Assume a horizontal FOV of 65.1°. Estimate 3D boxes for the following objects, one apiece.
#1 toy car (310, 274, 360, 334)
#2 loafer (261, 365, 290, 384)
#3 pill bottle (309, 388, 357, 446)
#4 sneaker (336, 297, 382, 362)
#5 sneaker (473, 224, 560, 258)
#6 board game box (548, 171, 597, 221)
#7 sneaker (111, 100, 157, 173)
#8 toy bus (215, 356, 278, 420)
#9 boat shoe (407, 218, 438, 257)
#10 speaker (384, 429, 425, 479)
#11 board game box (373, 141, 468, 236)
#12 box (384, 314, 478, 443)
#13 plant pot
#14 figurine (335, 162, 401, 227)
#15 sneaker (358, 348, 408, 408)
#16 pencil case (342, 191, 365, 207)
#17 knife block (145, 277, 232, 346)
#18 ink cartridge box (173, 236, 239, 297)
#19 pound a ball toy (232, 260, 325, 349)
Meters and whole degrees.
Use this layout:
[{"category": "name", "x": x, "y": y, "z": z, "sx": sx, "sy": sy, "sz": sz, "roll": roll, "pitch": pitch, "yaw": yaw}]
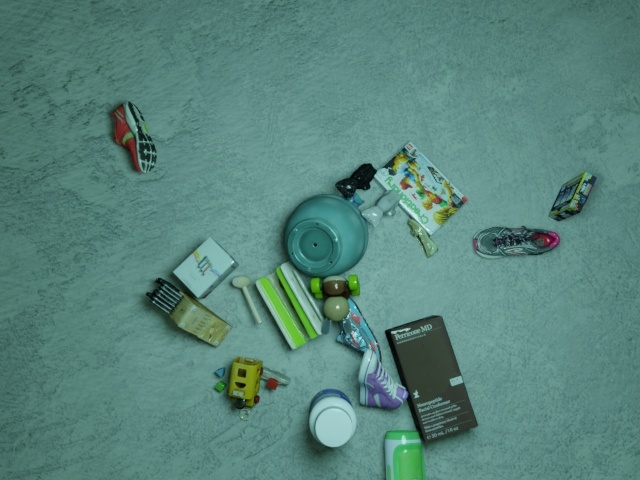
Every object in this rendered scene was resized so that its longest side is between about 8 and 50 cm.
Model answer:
[{"category": "toy car", "x": 0.055, "y": 0.221, "z": 1.669, "sx": 0.155, "sy": 0.149, "sz": 0.188, "roll": -5, "pitch": 68, "yaw": 7}, {"category": "loafer", "x": -0.165, "y": 0.476, "z": 1.742, "sx": 0.125, "sy": 0.045, "sz": 0.039, "roll": 22, "pitch": 99, "yaw": 8}, {"category": "pill bottle", "x": 0.038, "y": 0.572, "z": 1.614, "sx": 0.152, "sy": 0.272, "sz": 0.152, "roll": 0, "pitch": 82, "yaw": -2}, {"category": "sneaker", "x": 0.119, "y": 0.334, "z": 1.747, "sx": 0.125, "sy": 0.104, "sz": 0.261, "roll": -30, "pitch": 74, "yaw": 0}, {"category": "sneaker", "x": 0.696, "y": -0.004, "z": 1.793, "sx": 0.299, "sy": 0.112, "sz": 0.120, "roll": -5, "pitch": 82, "yaw": -1}, {"category": "board game box", "x": 0.896, "y": -0.153, "z": 1.788, "sx": 0.048, "sy": 0.170, "sz": 0.141, "roll": 29, "pitch": 83, "yaw": 4}, {"category": "sneaker", "x": -0.688, "y": -0.363, "z": 1.829, "sx": 0.118, "sy": 0.107, "sz": 0.279, "roll": -22, "pitch": 80, "yaw": 14}, {"category": "toy bus", "x": -0.259, "y": 0.493, "z": 1.682, "sx": 0.191, "sy": 0.104, "sz": 0.202, "roll": -39, "pitch": 84, "yaw": 8}, {"category": "boat shoe", "x": 0.361, "y": -0.010, "z": 1.815, "sx": 0.048, "sy": 0.056, "sz": 0.153, "roll": -39, "pitch": 93, "yaw": -7}, {"category": "speaker", "x": 0.278, "y": 0.785, "z": 1.648, "sx": 0.131, "sy": 0.131, "sz": 0.296, "roll": 0, "pitch": 73, "yaw": -2}, {"category": "board game box", "x": 0.363, "y": -0.189, "z": 1.838, "sx": 0.193, "sy": 0.053, "sz": 0.305, "roll": -43, "pitch": 85, "yaw": -6}, {"category": "box", "x": 0.373, "y": 0.463, "z": 1.707, "sx": 0.191, "sy": 0.143, "sz": 0.381, "roll": -17, "pitch": 81, "yaw": -3}, {"category": "plant pot", "x": 0.000, "y": 0.000, "z": 1.677, "sx": 0.293, "sy": 0.196, "sz": 0.293, "roll": 3, "pitch": 103, "yaw": 15}, {"category": "figurine", "x": 0.165, "y": -0.151, "z": 1.740, "sx": 0.215, "sy": 0.209, "sz": 0.092, "roll": 47, "pitch": 127, "yaw": 4}, {"category": "sneaker", "x": 0.210, "y": 0.457, "z": 1.640, "sx": 0.161, "sy": 0.282, "sz": 0.102, "roll": 9, "pitch": 48, "yaw": 17}, {"category": "pencil case", "x": 0.083, "y": -0.115, "z": 1.816, "sx": 0.152, "sy": 0.070, "sz": 0.064, "roll": -38, "pitch": 42, "yaw": -5}, {"category": "knife block", "x": -0.469, "y": 0.239, "z": 1.754, "sx": 0.088, "sy": 0.242, "sz": 0.276, "roll": -53, "pitch": 131, "yaw": -6}, {"category": "ink cartridge box", "x": -0.393, "y": 0.096, "z": 1.742, "sx": 0.176, "sy": 0.128, "sz": 0.127, "roll": -44, "pitch": 85, "yaw": -8}, {"category": "pound a ball toy", "x": -0.134, "y": 0.218, "z": 1.748, "sx": 0.208, "sy": 0.136, "sz": 0.319, "roll": -33, "pitch": 84, "yaw": 20}]
